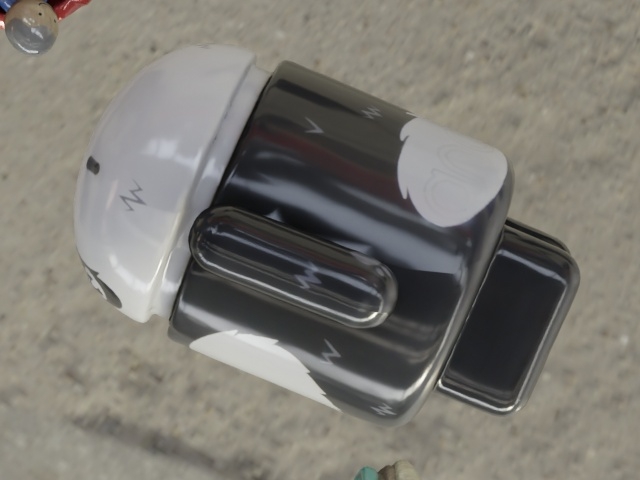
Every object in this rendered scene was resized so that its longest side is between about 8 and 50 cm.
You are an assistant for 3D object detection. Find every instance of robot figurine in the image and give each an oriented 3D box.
[{"bbox_3d":[-0.001,0.002,1.059,0.278,0.173,0.209,23,149,0],"label":"robot figurine"}]

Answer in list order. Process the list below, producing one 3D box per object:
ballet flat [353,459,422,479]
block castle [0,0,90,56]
[{"bbox_3d":[0.015,0.101,0.346,0.052,0.168,0.057,21,118,0],"label":"ballet flat"},{"bbox_3d":[-0.372,-0.169,1.030,0.453,0.213,0.303,20,130,-39],"label":"block castle"}]
